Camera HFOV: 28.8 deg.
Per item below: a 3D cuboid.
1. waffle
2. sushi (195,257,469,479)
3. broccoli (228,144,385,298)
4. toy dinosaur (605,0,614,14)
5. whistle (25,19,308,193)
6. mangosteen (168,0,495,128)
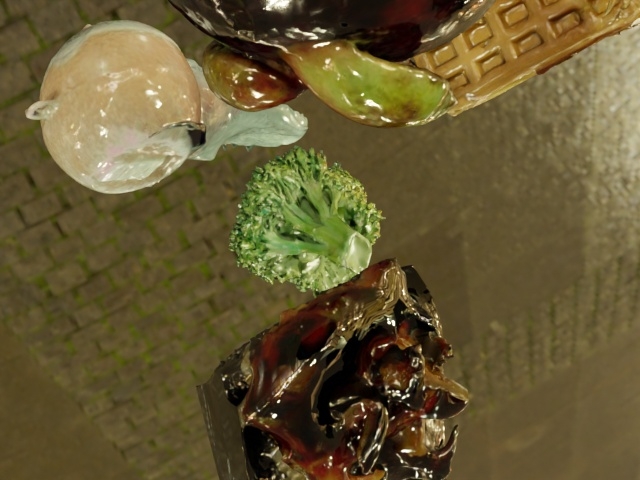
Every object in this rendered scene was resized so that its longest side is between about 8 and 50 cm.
[{"bbox_3d":[0.275,-0.338,1.760,0.327,0.224,0.098,-26,176,27],"label":"waffle"},{"bbox_3d":[0.019,0.136,1.163,0.227,0.215,0.212,-10,161,-20],"label":"sushi"},{"bbox_3d":[0.000,0.000,1.508,0.194,0.194,0.220,-33,119,1],"label":"broccoli"},{"bbox_3d":[0.339,-0.304,1.398,0.126,0.039,0.162,-33,156,-48],"label":"toy dinosaur"},{"bbox_3d":[-0.165,-0.147,1.346,0.348,0.189,0.189,-2,139,-43],"label":"whistle"},{"bbox_3d":[0.006,-0.219,0.832,0.288,0.288,0.288,-24,150,-15],"label":"mangosteen"}]
